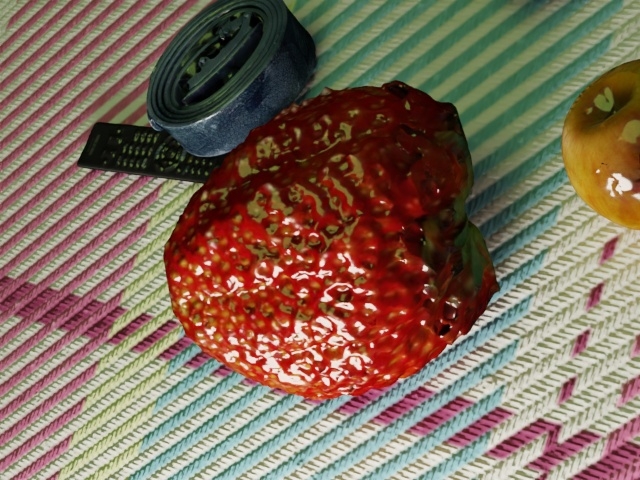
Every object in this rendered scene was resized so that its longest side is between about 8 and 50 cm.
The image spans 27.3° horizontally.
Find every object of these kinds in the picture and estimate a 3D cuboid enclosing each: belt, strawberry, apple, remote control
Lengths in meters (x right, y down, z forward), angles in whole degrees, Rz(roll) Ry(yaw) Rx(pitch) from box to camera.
[{"bbox_3d":[-0.097,-0.174,1.399,0.190,0.082,0.141,-46,49,-1],"label":"belt"},{"bbox_3d":[0.000,0.000,1.149,0.288,0.238,0.250,-12,51,7],"label":"strawberry"},{"bbox_3d":[0.264,-0.079,1.058,0.146,0.146,0.146,-16,62,32],"label":"apple"},{"bbox_3d":[-0.182,-0.097,1.480,0.245,0.025,0.063,10,76,40],"label":"remote control"}]
